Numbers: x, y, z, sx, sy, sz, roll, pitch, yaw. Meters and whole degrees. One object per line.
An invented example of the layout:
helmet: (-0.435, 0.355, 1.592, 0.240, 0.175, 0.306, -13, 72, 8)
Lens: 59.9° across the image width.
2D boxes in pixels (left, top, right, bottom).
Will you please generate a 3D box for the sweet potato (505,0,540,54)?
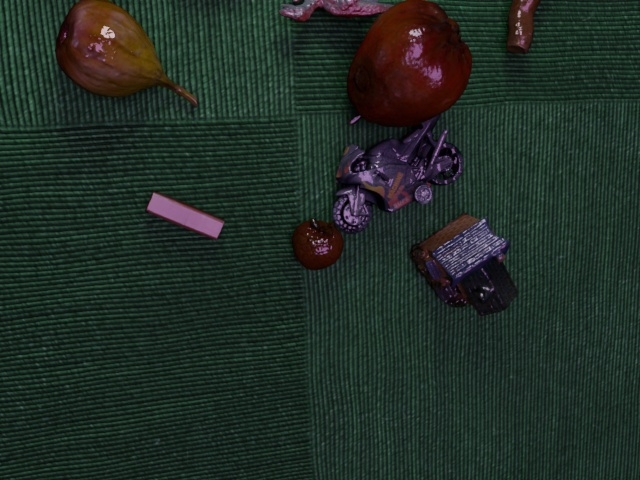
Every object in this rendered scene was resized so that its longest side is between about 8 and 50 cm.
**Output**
sweet potato: (0.443, -0.528, 1.147, 0.067, 0.059, 0.281, 20, 93, 20)

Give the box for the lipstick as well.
lipstick: (-0.263, -0.048, 1.083, 0.146, 0.045, 0.045, 24, 92, -15)

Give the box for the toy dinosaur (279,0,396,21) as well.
toy dinosaur: (0.062, -0.448, 1.052, 0.242, 0.053, 0.167, 20, 64, 1)

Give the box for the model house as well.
model house: (0.320, 0.063, 1.172, 0.167, 0.172, 0.182, -34, 106, -6)

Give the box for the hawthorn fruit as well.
hawthorn fruit: (0.150, -0.312, 1.050, 0.261, 0.224, 0.224, -35, 109, 30)

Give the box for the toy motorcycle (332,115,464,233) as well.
toy motorcycle: (0.144, -0.143, 1.130, 0.307, 0.108, 0.173, -29, 100, -8)

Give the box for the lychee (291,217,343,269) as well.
lychee: (0.002, 0.003, 1.116, 0.101, 0.114, 0.140, 7, 131, -41)

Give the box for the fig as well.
fig: (-0.329, -0.308, 0.986, 0.257, 0.159, 0.159, 27, 94, -33)
